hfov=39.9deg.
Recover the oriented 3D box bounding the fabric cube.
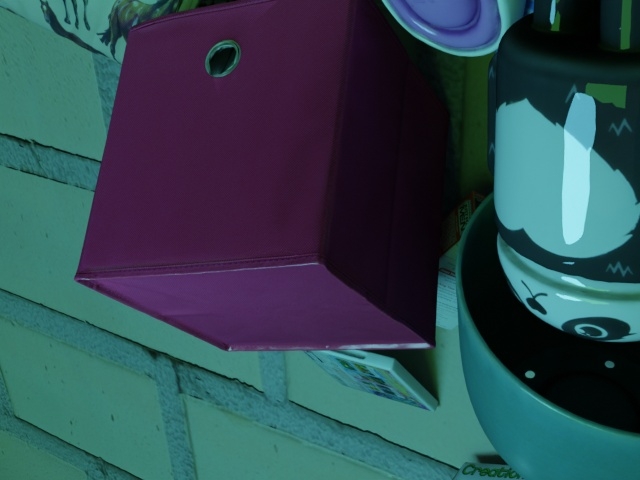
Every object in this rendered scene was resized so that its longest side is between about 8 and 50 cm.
[{"bbox_3d":[-0.040,-0.050,0.846,0.254,0.258,0.259,-3,157,27],"label":"fabric cube"}]

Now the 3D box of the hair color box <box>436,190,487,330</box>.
[{"bbox_3d":[0.153,0.026,0.953,0.093,0.053,0.167,21,139,-22],"label":"hair color box"}]

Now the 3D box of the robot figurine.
[{"bbox_3d":[0.204,-0.063,0.607,0.173,0.209,0.278,0,120,10],"label":"robot figurine"}]

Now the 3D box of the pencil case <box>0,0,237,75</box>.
[{"bbox_3d":[-0.254,-0.310,1.020,0.410,0.160,0.184,28,143,22],"label":"pencil case"}]

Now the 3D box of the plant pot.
[{"bbox_3d":[0.260,0.106,0.796,0.293,0.293,0.235,26,145,23],"label":"plant pot"}]

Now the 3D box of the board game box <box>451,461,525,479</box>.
[{"bbox_3d":[0.312,0.351,1.015,0.305,0.053,0.193,-12,114,50],"label":"board game box"}]

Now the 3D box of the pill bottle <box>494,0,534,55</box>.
[{"bbox_3d":[0.229,-0.234,0.697,0.152,0.152,0.272,22,127,26],"label":"pill bottle"}]

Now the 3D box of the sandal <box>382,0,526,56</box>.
[{"bbox_3d":[0.019,-0.263,0.578,0.169,0.102,0.416,6,149,48],"label":"sandal"}]

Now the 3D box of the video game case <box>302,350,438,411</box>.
[{"bbox_3d":[0.058,0.166,1.103,0.143,0.019,0.157,11,158,33],"label":"video game case"}]
